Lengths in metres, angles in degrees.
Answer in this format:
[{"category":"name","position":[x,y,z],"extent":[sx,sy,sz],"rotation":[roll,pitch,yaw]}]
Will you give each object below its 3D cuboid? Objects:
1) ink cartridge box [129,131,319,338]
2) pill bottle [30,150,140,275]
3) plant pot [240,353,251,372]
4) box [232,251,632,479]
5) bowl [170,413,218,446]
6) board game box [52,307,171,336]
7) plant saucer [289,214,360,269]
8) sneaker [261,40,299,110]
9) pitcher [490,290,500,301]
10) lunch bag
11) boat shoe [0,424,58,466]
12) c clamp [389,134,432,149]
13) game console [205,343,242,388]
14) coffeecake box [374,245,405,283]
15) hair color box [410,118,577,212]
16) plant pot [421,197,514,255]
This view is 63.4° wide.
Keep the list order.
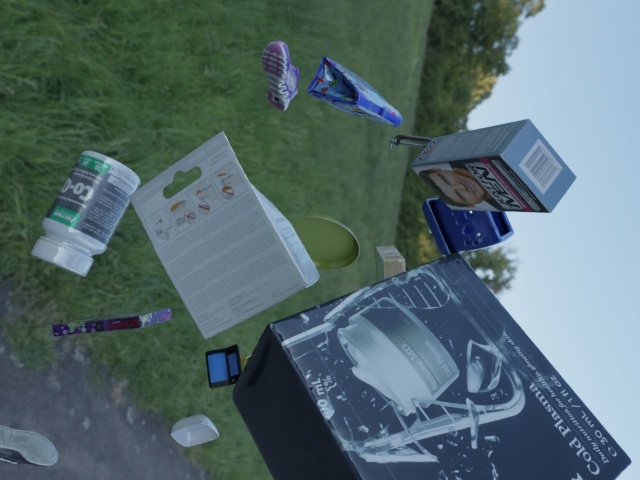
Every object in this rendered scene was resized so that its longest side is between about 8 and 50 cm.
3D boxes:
[{"category":"ink cartridge box","position":[-0.227,-0.006,1.193],"extent":[0.385,0.308,0.091],"rotation":[61,22,0]},{"category":"pill bottle","position":[-0.742,-0.082,1.645],"extent":[0.204,0.204,0.362],"rotation":[67,42,-69]},{"category":"plant pot","position":[-0.310,0.458,1.916],"extent":[0.081,0.083,0.081],"rotation":[37,64,-82]},{"category":"box","position":[0.175,0.333,0.925],"extent":[0.480,0.471,0.298],"rotation":[55,-38,24]},{"category":"bowl","position":[-0.441,0.664,1.826],"extent":[0.053,0.141,0.142],"rotation":[-103,175,-45]},{"category":"board game box","position":[-0.744,0.293,1.864],"extent":[0.208,0.346,0.056],"rotation":[-18,100,-76]},{"category":"plant saucer","position":[0.000,0.000,1.524],"extent":[0.241,0.240,0.037],"rotation":[75,24,-49]},{"category":"sneaker","position":[-0.113,-0.523,1.610],"extent":[0.095,0.104,0.237],"rotation":[37,-26,22]},{"category":"pitcher","position":[0.520,0.271,1.672],"extent":[0.207,0.177,0.125],"rotation":[57,-7,-2]},{"category":"lunch bag","position":[0.135,-0.478,1.746],"extent":[0.220,0.138,0.293],"rotation":[15,19,-43]},{"category":"boat shoe","position":[-0.754,0.513,1.278],"extent":[0.206,0.065,0.075],"rotation":[40,20,-34]},{"category":"c clamp","position":[0.317,-0.341,1.802],"extent":[0.137,0.160,0.022],"rotation":[48,52,-75]},{"category":"game console","position":[-0.313,0.408,1.683],"extent":[0.071,0.107,0.122],"rotation":[3,68,-41]},{"category":"coffeecake box","position":[0.218,0.106,1.628],"extent":[0.185,0.068,0.143],"rotation":[-100,-174,-77]},{"category":"hair color box","position":[0.400,-0.169,1.262],"extent":[0.185,0.114,0.374],"rotation":[43,-9,-17]},{"category":"plant pot","position":[0.484,-0.075,1.729],"extent":[0.236,0.212,0.236],"rotation":[-12,79,-59]}]
